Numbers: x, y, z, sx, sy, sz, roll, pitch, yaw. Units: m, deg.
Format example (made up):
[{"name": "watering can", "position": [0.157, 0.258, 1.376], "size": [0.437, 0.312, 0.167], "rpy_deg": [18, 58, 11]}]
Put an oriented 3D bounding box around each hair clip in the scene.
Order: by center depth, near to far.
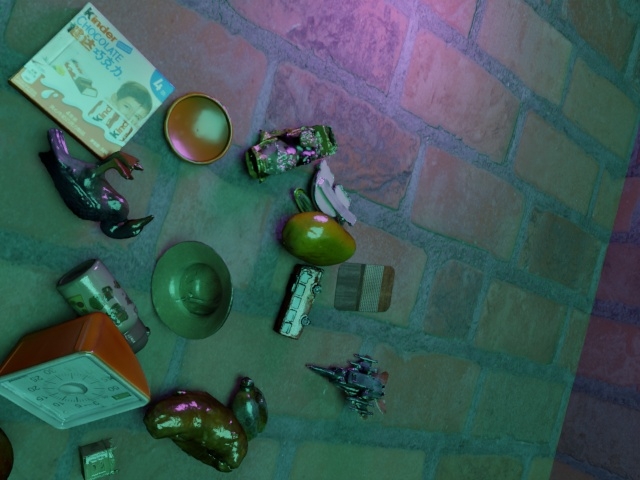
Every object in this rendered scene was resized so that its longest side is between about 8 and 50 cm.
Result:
[{"name": "hair clip", "position": [-0.031, -0.093, 1.672], "size": [0.060, 0.033, 0.188], "rpy_deg": [-50, 126, -17]}, {"name": "hair clip", "position": [0.037, -0.134, 1.688], "size": [0.220, 0.054, 0.140], "rpy_deg": [53, 52, -27]}]

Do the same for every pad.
[{"name": "pad", "position": [0.159, 0.243, 1.831], "size": [0.250, 0.055, 0.323], "rpy_deg": [6, 75, -35]}]

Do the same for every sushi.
[{"name": "sushi", "position": [-0.086, -0.269, 1.558], "size": [0.291, 0.131, 0.139], "rpy_deg": [-23, 110, -21]}]

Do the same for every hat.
[{"name": "hat", "position": [-0.308, 0.129, 1.437], "size": [0.130, 0.257, 0.257], "rpy_deg": [3, 95, -66]}]

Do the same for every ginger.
[{"name": "ginger", "position": [-0.337, 0.508, 1.477], "size": [0.321, 0.172, 0.165], "rpy_deg": [37, 113, -26]}]

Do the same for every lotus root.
[{"name": "lotus root", "position": [-0.212, 0.496, 1.594], "size": [0.113, 0.088, 0.192], "rpy_deg": [-17, 105, -48]}]

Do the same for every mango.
[{"name": "mango", "position": [0.000, 0.000, 1.633], "size": [0.167, 0.130, 0.262], "rpy_deg": [-40, 139, 21]}]

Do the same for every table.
[{"name": "table", "position": [-0.565, 0.561, 1.376], "size": [0.083, 0.062, 0.079], "rpy_deg": [-7, 101, -34]}]

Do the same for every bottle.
[{"name": "bottle", "position": [-0.521, 0.175, 1.324], "size": [0.120, 0.120, 0.253], "rpy_deg": [-39, 115, -24]}]

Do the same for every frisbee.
[{"name": "frisbee", "position": [-0.327, -0.297, 1.444], "size": [0.192, 0.035, 0.192], "rpy_deg": [-4, 97, -33]}]

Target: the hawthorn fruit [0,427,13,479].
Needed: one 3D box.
[{"name": "hawthorn fruit", "position": [-0.785, 0.452, 1.136], "size": [0.224, 0.224, 0.260], "rpy_deg": [-36, 94, -25]}]

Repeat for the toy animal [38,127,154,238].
[{"name": "toy animal", "position": [-0.524, -0.132, 1.263], "size": [0.185, 0.122, 0.298], "rpy_deg": [-42, 118, 18]}]

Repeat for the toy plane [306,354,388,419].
[{"name": "toy plane", "position": [0.099, 0.463, 1.790], "size": [0.326, 0.104, 0.222], "rpy_deg": [30, 52, -30]}]

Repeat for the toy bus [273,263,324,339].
[{"name": "toy bus", "position": [-0.065, 0.186, 1.665], "size": [0.096, 0.073, 0.234], "rpy_deg": [21, 85, -27]}]

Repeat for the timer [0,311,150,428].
[{"name": "timer", "position": [-0.557, 0.319, 1.245], "size": [0.258, 0.161, 0.250], "rpy_deg": [-18, 120, 7]}]

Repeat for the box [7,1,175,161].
[{"name": "box", "position": [-0.533, -0.370, 1.288], "size": [0.273, 0.048, 0.265], "rpy_deg": [44, 72, -29]}]
